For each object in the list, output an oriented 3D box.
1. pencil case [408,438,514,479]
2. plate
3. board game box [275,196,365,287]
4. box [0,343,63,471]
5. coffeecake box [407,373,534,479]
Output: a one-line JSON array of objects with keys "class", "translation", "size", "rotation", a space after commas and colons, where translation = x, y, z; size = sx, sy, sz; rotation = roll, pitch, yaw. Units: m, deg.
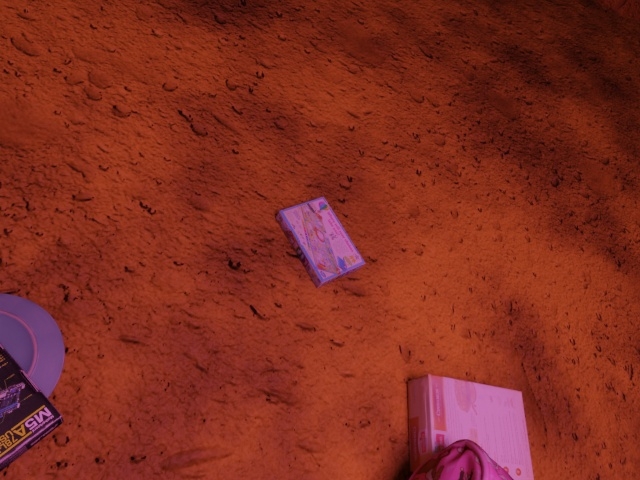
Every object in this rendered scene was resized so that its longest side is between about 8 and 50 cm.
[{"class": "pencil case", "translation": [0.270, 0.443, 0.605], "size": [0.160, 0.167, 0.386], "rotation": [-43, 94, 8]}, {"class": "plate", "translation": [-0.422, 0.148, 0.573], "size": [0.188, 0.024, 0.188], "rotation": [12, 56, -19]}, {"class": "board game box", "translation": [0.000, 0.000, 0.854], "size": [0.103, 0.026, 0.154], "rotation": [-21, 72, -33]}, {"class": "box", "translation": [-0.422, 0.193, 0.502], "size": [0.184, 0.045, 0.191], "rotation": [47, 51, 4]}, {"class": "coffeecake box", "translation": [0.239, 0.307, 0.754], "size": [0.186, 0.068, 0.142], "rotation": [15, 58, -16]}]
